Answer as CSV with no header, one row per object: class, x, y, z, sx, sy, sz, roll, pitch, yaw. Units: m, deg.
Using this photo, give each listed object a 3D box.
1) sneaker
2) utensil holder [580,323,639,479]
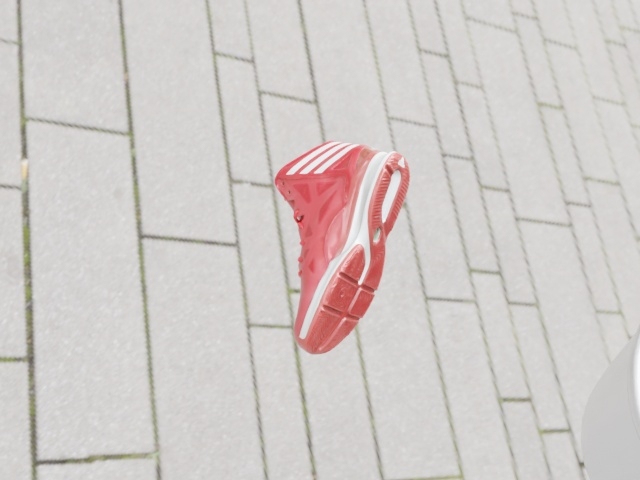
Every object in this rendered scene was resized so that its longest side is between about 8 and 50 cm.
sneaker,0.000,0.000,0.971,0.087,0.128,0.221,33,80,-55
utensil holder,0.512,0.226,1.154,0.327,0.385,0.328,-2,69,5
